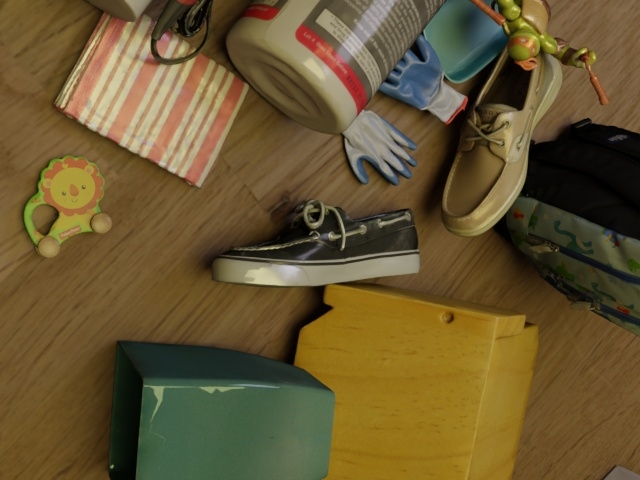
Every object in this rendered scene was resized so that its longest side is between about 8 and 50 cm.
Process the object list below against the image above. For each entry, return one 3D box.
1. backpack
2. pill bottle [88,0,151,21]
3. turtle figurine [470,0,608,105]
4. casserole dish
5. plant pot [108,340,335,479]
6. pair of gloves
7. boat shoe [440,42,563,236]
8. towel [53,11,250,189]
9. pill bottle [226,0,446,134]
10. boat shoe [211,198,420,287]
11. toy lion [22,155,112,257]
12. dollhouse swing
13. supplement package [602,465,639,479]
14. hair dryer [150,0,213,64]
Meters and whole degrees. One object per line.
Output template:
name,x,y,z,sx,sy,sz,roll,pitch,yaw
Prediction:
backpack,0.444,-0.014,1.128,0.290,0.355,0.274,-21,108,-25
pill bottle,-0.171,-0.370,0.850,0.153,0.153,0.265,36,80,-28
turtle figurine,0.281,-0.301,1.073,0.269,0.087,0.217,29,60,-22
casserole dish,0.205,-0.298,1.134,0.188,0.037,0.114,-42,115,-16
plant pot,-0.112,0.215,0.957,0.234,0.165,0.166,3,97,-24
pair of gloves,0.097,-0.169,1.084,0.159,0.023,0.198,37,92,-24
boat shoe,0.237,-0.150,1.121,0.098,0.109,0.302,44,70,-49
towel,-0.188,-0.165,0.948,0.197,0.029,0.144,30,83,-31
pill bottle,0.049,-0.297,0.969,0.176,0.176,0.319,43,78,-27
boat shoe,0.003,0.000,1.030,0.306,0.113,0.105,-4,93,-31
toy lion,-0.284,-0.042,0.913,0.100,0.034,0.096,-28,103,-22
dollhouse swing,0.137,0.243,1.171,0.315,0.305,0.347,11,94,12
supplement package,0.555,0.567,1.383,0.177,0.175,0.293,-36,113,-21
hair dryer,-0.076,-0.305,0.829,0.080,0.293,0.224,32,63,4
